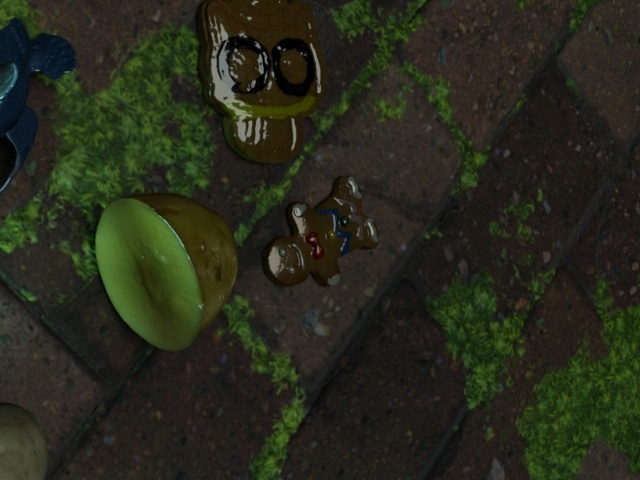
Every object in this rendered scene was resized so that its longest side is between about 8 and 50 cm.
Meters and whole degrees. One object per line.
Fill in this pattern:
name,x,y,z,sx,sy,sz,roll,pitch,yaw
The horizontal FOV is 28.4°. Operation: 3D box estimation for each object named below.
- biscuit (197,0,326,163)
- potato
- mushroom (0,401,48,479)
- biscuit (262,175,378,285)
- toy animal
biscuit,-0.075,-0.253,1.788,0.209,0.041,0.290,-5,91,-38
potato,-0.178,0.018,1.634,0.203,0.178,0.158,55,42,-1
mushroom,-0.440,0.200,1.355,0.298,0.298,0.289,5,81,-36
biscuit,0.000,0.000,1.842,0.205,0.031,0.138,-31,107,-32
toy animal,-0.372,-0.173,1.495,0.176,0.239,0.255,-6,47,-10
